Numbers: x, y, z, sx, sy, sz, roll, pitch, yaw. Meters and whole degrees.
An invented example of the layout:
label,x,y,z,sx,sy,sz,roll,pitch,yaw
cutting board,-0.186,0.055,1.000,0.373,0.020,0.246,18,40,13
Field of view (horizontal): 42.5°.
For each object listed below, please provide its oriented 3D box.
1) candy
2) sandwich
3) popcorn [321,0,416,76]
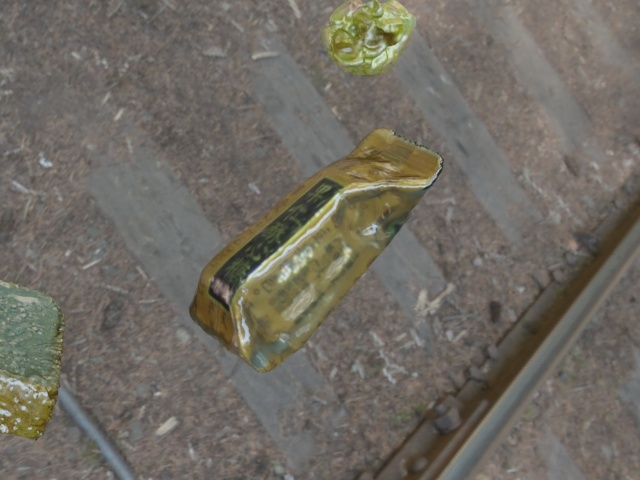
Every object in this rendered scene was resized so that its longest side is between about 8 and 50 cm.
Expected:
label,x,y,z,sx,sy,sz,roll,pitch,yaw
candy,0.000,0.000,0.765,0.271,0.143,0.101,-46,124,-7
sandwich,-0.481,0.123,1.055,0.301,0.099,0.271,18,22,-23
popcorn,0.062,-0.250,1.013,0.109,0.089,0.097,-17,111,-9
